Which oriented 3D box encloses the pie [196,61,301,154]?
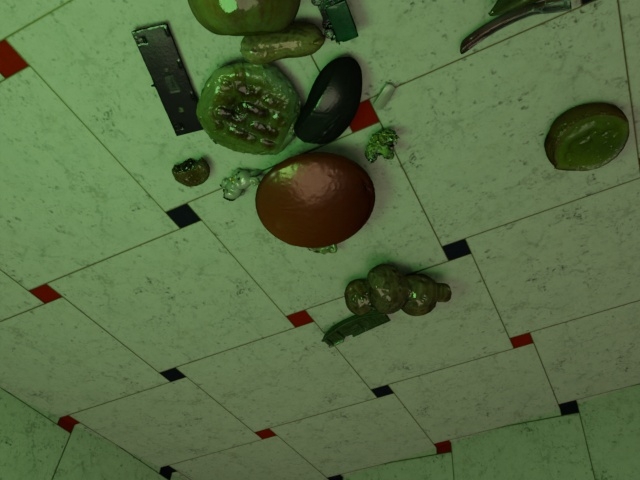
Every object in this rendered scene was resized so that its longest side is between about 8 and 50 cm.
[{"bbox_3d":[-0.193,-0.351,1.614,0.307,0.071,0.306,-4,133,-5],"label":"pie"}]

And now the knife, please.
[{"bbox_3d":[0.479,-0.543,1.484,0.278,0.053,0.123,-17,177,25],"label":"knife"}]

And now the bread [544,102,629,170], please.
[{"bbox_3d":[0.773,-0.295,1.731,0.236,0.069,0.236,-2,135,-2],"label":"bread"}]

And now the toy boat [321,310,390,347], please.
[{"bbox_3d":[0.139,0.338,2.333,0.293,0.055,0.093,-27,129,23],"label":"toy boat"}]

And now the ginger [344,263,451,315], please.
[{"bbox_3d":[0.281,0.185,2.121,0.376,0.176,0.256,3,152,-9],"label":"ginger"}]

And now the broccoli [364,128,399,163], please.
[{"bbox_3d":[0.176,-0.268,1.713,0.097,0.092,0.095,-21,148,-7],"label":"broccoli"}]

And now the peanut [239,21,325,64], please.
[{"bbox_3d":[-0.094,-0.492,1.467,0.214,0.099,0.099,-9,135,0],"label":"peanut"}]

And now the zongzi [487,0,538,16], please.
[{"bbox_3d":[0.482,-0.655,1.327,0.275,0.125,0.250,-16,134,21],"label":"zongzi"}]

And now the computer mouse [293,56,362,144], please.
[{"bbox_3d":[0.031,-0.356,1.592,0.138,0.086,0.269,5,131,-31],"label":"computer mouse"}]

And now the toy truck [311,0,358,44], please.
[{"bbox_3d":[0.030,-0.554,1.437,0.079,0.065,0.147,-20,133,13],"label":"toy truck"}]

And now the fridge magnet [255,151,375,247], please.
[{"bbox_3d":[-0.016,-0.124,1.794,0.364,0.155,0.363,-2,135,-2],"label":"fridge magnet"}]

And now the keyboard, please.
[{"bbox_3d":[-0.396,-0.419,1.575,0.106,0.027,0.316,-11,134,3],"label":"keyboard"}]

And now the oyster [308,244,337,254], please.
[{"bbox_3d":[-0.007,-0.006,1.987,0.148,0.051,0.103,8,116,-11],"label":"oyster"}]

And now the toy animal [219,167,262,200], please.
[{"bbox_3d":[-0.241,-0.174,1.794,0.085,0.071,0.124,30,126,-28],"label":"toy animal"}]

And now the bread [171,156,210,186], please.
[{"bbox_3d":[-0.379,-0.203,1.766,0.113,0.060,0.082,-11,134,11],"label":"bread"}]

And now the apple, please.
[{"bbox_3d":[-0.170,-0.569,1.299,0.257,0.257,0.233,-7,104,4],"label":"apple"}]

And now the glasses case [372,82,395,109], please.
[{"bbox_3d":[0.174,-0.395,1.633,0.032,0.021,0.083,19,131,-17],"label":"glasses case"}]
